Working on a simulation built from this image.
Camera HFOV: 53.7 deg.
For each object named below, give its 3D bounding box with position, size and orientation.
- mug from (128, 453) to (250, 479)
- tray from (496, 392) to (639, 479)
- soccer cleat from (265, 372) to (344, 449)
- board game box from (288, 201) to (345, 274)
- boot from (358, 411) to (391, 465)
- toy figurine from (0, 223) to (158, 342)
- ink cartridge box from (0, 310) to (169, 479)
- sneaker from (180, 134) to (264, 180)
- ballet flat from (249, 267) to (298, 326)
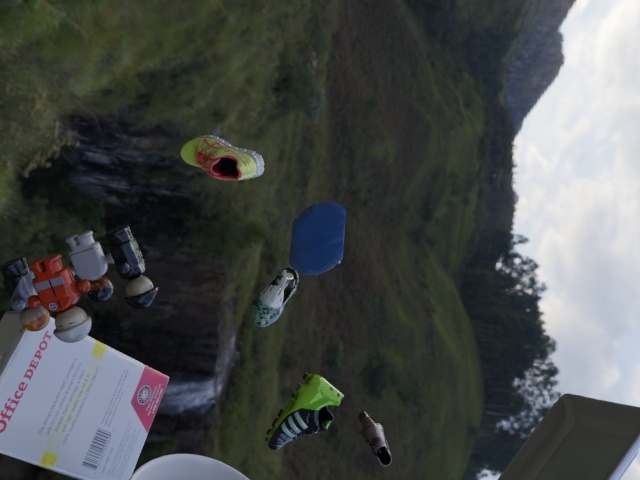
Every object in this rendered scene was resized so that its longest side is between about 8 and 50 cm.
[{"bbox_3d":[-0.230,0.627,1.107,0.276,0.374,0.328,1,117,-54],"label":"mug"},{"bbox_3d":[0.206,0.264,0.604,0.270,0.030,0.145,-47,-176,-14],"label":"tray"},{"bbox_3d":[-0.027,0.268,0.940,0.179,0.072,0.060,-60,175,37],"label":"soccer cleat"},{"bbox_3d":[0.000,0.000,1.358,0.033,0.133,0.168,37,51,-50],"label":"board game box"},{"bbox_3d":[0.100,0.356,1.104,0.118,0.042,0.087,60,-2,-39],"label":"boot"},{"bbox_3d":[-0.414,0.076,1.086,0.213,0.210,0.148,-32,110,-46],"label":"toy figurine"},{"bbox_3d":[-0.569,0.358,1.406,0.160,0.385,0.279,-5,-125,39],"label":"ink cartridge box"},{"bbox_3d":[-0.236,-0.182,1.422,0.094,0.209,0.081,-42,140,-55],"label":"sneaker"},{"bbox_3d":[-0.095,0.110,1.335,0.188,0.070,0.070,-59,163,-62],"label":"ballet flat"}]
